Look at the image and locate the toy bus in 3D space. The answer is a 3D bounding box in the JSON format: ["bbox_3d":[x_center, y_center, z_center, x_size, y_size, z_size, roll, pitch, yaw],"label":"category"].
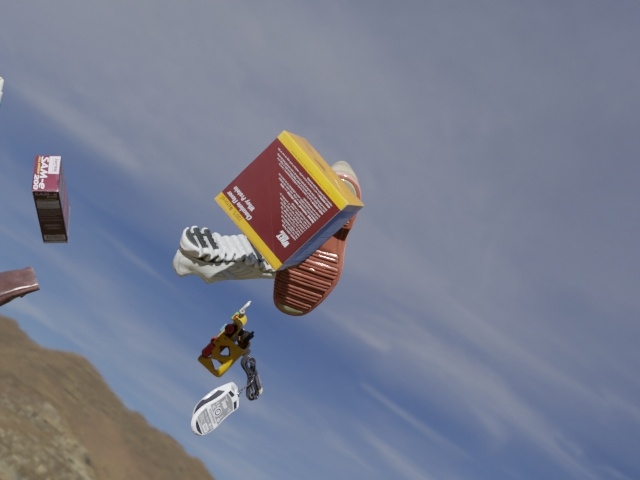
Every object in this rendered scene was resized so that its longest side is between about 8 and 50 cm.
[{"bbox_3d":[-0.243,0.287,2.248,0.104,0.191,0.202,44,-28,-3],"label":"toy bus"}]

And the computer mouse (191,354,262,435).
[{"bbox_3d":[-0.203,0.329,1.687,0.042,0.193,0.106,19,-49,41],"label":"computer mouse"}]

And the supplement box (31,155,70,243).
[{"bbox_3d":[-0.746,-0.111,2.248,0.073,0.130,0.239,-1,-36,-11],"label":"supplement box"}]

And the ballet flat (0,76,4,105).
[{"bbox_3d":[-0.714,-0.343,1.704,0.083,0.087,0.247,28,-36,24],"label":"ballet flat"}]

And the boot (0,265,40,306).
[{"bbox_3d":[-0.725,0.120,1.774,0.248,0.207,0.090,-143,-138,-62],"label":"boot"}]

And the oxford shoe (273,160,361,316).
[{"bbox_3d":[0.000,0.000,1.881,0.141,0.146,0.396,23,-64,-7],"label":"oxford shoe"}]

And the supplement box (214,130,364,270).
[{"bbox_3d":[-0.059,-0.075,1.582,0.191,0.194,0.129,49,13,11],"label":"supplement box"}]

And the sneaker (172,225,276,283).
[{"bbox_3d":[-0.217,0.051,1.919,0.292,0.118,0.110,14,31,-35],"label":"sneaker"}]
